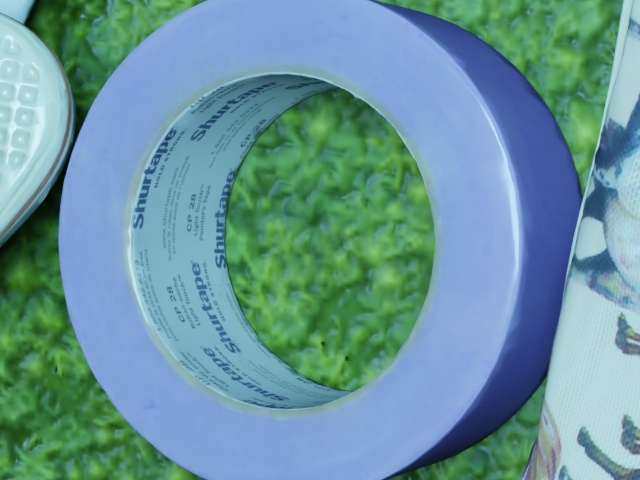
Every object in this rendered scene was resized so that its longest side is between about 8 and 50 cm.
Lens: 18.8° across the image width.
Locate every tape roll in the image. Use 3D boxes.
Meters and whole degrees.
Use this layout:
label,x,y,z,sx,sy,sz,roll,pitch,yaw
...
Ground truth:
label,x,y,z,sx,sy,sz,roll,pitch,yaw
tape roll,0.000,0.000,0.736,0.189,0.080,0.189,0,90,25

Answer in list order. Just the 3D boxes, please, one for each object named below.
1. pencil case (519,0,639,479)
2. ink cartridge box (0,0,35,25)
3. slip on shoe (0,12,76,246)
label,x,y,z,sx,sy,sz,roll,pitch,yaw
pencil case,0.153,-0.015,0.621,0.183,0.160,0.410,15,97,23
ink cartridge box,-0.212,-0.271,0.752,0.324,0.071,0.330,24,100,-11
slip on shoe,-0.223,0.008,0.816,0.331,0.101,0.123,-36,80,27
